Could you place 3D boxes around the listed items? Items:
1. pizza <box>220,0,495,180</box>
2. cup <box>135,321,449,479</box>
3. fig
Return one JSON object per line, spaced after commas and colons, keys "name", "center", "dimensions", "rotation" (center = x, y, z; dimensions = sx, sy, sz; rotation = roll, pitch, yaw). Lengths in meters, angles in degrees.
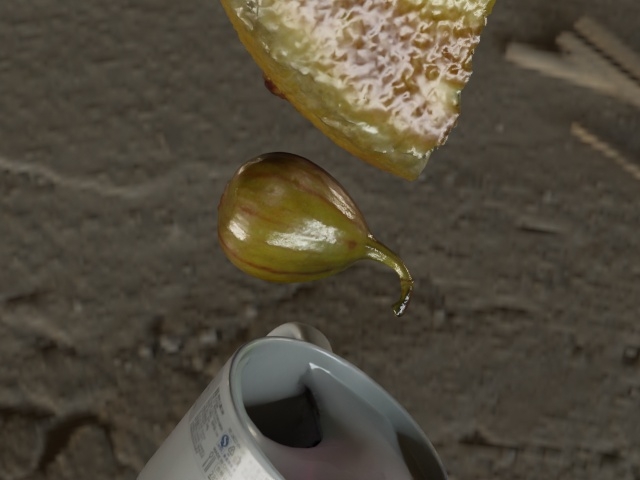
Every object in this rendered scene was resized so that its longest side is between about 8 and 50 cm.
{"name": "pizza", "center": [0.034, -0.203, 1.075], "dimensions": [0.226, 0.336, 0.086], "rotation": [-28, 20, -12]}
{"name": "cup", "center": [-0.038, 0.128, 0.883], "dimensions": [0.134, 0.142, 0.173], "rotation": [7, 41, -48]}
{"name": "fig", "center": [0.000, 0.000, 0.671], "dimensions": [0.083, 0.050, 0.050], "rotation": [29, 54, 0]}
